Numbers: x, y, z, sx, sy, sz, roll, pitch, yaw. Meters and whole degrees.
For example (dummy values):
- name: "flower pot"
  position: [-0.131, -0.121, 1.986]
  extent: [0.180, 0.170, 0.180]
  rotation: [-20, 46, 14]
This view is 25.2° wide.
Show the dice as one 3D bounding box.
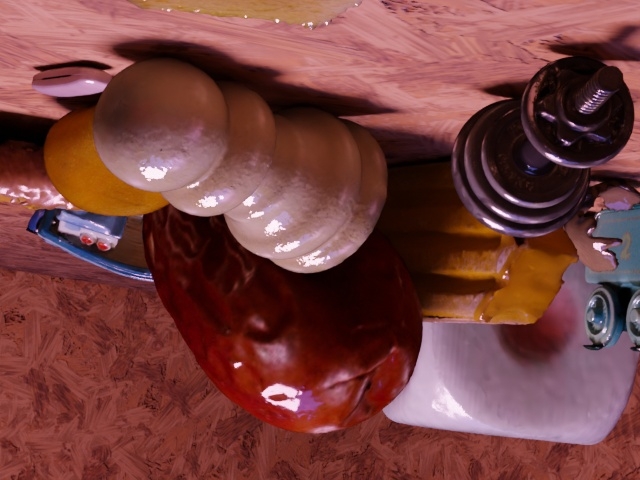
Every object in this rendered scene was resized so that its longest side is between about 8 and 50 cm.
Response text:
- name: "dice"
  position: [0.219, 0.103, 1.735]
  extent: [0.264, 0.268, 0.262]
  rotation: [7, 173, -12]

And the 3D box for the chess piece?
- name: "chess piece"
  position: [-0.074, -0.072, 1.155]
  extent: [0.144, 0.144, 0.251]
  rotation: [1, 165, 38]

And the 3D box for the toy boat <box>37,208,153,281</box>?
- name: "toy boat"
  position: [-0.243, -0.011, 1.863]
  extent: [0.237, 0.109, 0.098]
  rotation: [18, 149, -6]

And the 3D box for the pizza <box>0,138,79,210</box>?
- name: "pizza"
  position: [-0.400, -0.068, 1.504]
  extent: [0.434, 0.080, 0.392]
  rotation: [-1, 177, 40]

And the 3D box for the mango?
- name: "mango"
  position: [-0.175, -0.081, 1.285]
  extent: [0.136, 0.099, 0.227]
  rotation: [15, 162, -18]

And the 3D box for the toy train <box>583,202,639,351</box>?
- name: "toy train"
  position: [0.360, 0.040, 1.518]
  extent: [0.112, 0.163, 0.203]
  rotation: [6, 175, -20]

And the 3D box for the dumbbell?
- name: "dumbbell"
  position: [0.167, -0.075, 1.016]
  extent: [0.110, 0.110, 0.254]
  rotation: [7, 167, -7]

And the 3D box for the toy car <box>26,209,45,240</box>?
- name: "toy car"
  position: [-0.302, -0.026, 1.997]
  extent: [0.216, 0.063, 0.103]
  rotation: [-1, 173, 9]

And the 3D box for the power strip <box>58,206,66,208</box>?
- name: "power strip"
  position: [-0.271, -0.057, 1.778]
  extent: [0.175, 0.042, 0.075]
  rotation: [6, 174, -14]

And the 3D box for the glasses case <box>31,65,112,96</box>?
- name: "glasses case"
  position: [-0.204, -0.130, 1.173]
  extent: [0.083, 0.021, 0.032]
  rotation: [0, 174, 44]

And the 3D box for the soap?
- name: "soap"
  position: [0.137, 0.003, 1.407]
  extent: [0.080, 0.160, 0.257]
  rotation: [6, 176, -35]

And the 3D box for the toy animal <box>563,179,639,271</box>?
- name: "toy animal"
  position: [0.236, -0.023, 1.477]
  extent: [0.186, 0.094, 0.214]
  rotation: [9, -178, 12]

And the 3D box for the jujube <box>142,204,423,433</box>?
- name: "jujube"
  position: [-0.041, 0.041, 1.382]
  extent: [0.223, 0.223, 0.318]
  rotation: [15, -153, -53]

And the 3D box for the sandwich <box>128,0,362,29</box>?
- name: "sandwich"
  position: [-0.014, -0.148, 0.717]
  extent: [0.193, 0.058, 0.162]
  rotation: [3, 175, 14]
